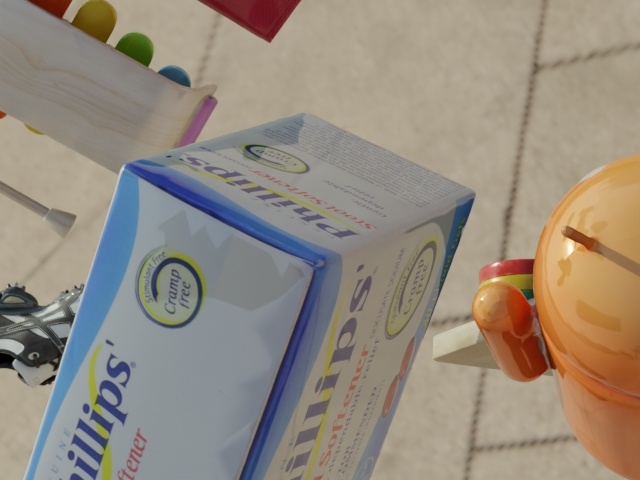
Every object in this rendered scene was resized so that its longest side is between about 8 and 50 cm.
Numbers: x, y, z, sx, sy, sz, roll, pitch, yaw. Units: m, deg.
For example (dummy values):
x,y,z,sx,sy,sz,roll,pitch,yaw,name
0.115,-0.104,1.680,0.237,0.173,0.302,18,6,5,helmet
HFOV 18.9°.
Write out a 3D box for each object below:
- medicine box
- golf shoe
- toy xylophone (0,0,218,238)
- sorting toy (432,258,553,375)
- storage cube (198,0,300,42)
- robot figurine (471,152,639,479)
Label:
x,y,z,sx,sy,sz,roll,pitch,yaw,name
-0.045,0.075,1.278,0.149,0.289,0.263,25,109,17,medicine box
-0.222,0.089,1.680,0.198,0.077,0.094,-2,61,11,golf shoe
-0.282,-0.153,1.975,0.236,0.323,0.081,-50,11,17,toy xylophone
0.275,0.058,1.777,0.257,0.255,0.089,-27,59,58,sorting toy
-0.069,-0.339,1.789,0.215,0.193,0.183,-52,16,30,storage cube
0.172,0.039,0.931,0.158,0.219,0.128,32,73,27,robot figurine
